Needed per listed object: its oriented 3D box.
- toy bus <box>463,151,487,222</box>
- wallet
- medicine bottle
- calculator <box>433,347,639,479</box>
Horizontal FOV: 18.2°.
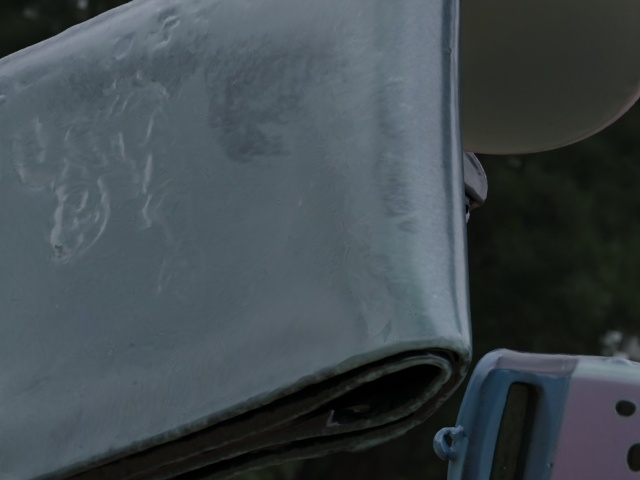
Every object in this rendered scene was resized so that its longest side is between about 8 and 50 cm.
[{"bbox_3d":[0.000,0.000,1.355,0.126,0.209,0.136,41,-13,-12],"label":"toy bus"},{"bbox_3d":[-0.065,-0.007,0.816,0.290,0.251,0.054,-20,-42,26],"label":"wallet"},{"bbox_3d":[0.107,-0.216,1.131,0.253,0.241,0.252,18,-38,15],"label":"medicine bottle"},{"bbox_3d":[0.230,0.178,1.633,0.293,0.172,0.051,8,9,-16],"label":"calculator"}]
